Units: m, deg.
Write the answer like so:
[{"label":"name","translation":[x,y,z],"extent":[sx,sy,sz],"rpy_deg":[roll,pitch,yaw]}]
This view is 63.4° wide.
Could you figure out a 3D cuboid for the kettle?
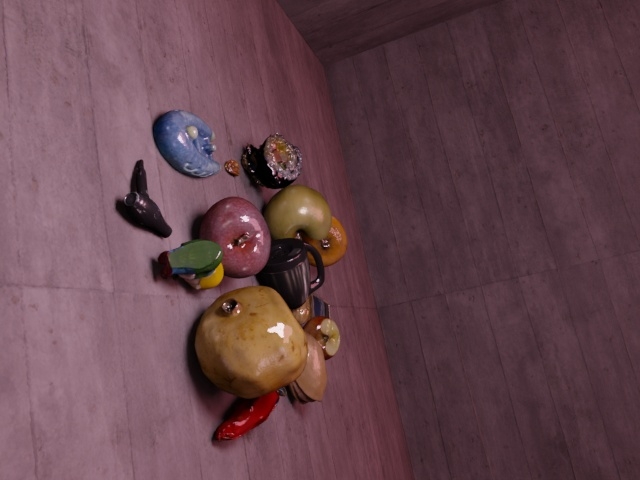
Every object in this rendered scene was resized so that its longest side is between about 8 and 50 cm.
[{"label":"kettle","translation":[-0.123,0.143,2.057],"extent":[0.250,0.207,0.271],"rpy_deg":[-55,138,-53]}]

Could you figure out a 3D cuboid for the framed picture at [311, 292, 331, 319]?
[{"label":"framed picture","translation":[0.001,0.371,2.560],"extent":[0.260,0.023,0.189],"rpy_deg":[44,38,-61]}]

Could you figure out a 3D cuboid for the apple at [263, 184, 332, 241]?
[{"label":"apple","translation":[-0.097,-0.096,2.197],"extent":[0.292,0.292,0.254],"rpy_deg":[56,15,-46]}]

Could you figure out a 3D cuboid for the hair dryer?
[{"label":"hair dryer","translation":[-0.474,-0.129,1.419],"extent":[0.195,0.075,0.219],"rpy_deg":[64,10,-63]}]

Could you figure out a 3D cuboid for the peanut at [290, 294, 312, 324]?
[{"label":"peanut","translation":[-0.089,0.279,2.209],"extent":[0.120,0.110,0.236],"rpy_deg":[58,12,-16]}]

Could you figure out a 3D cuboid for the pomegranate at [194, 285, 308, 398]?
[{"label":"pomegranate","translation":[-0.196,0.285,1.506],"extent":[0.332,0.333,0.332],"rpy_deg":[-15,90,-73]}]

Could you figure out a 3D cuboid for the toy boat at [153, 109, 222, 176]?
[{"label":"toy boat","translation":[-0.402,-0.321,1.689],"extent":[0.330,0.123,0.215],"rpy_deg":[17,61,-72]}]

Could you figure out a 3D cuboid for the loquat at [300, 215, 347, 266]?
[{"label":"loquat","translation":[0.000,0.000,2.455],"extent":[0.263,0.263,0.263],"rpy_deg":[-15,90,-73]}]

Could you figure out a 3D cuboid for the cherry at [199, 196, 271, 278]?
[{"label":"cherry","translation":[-0.272,-0.012,1.671],"extent":[0.307,0.221,0.261],"rpy_deg":[-111,-174,-80]}]

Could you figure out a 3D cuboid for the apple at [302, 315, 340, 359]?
[{"label":"apple","translation":[-0.007,0.424,2.237],"extent":[0.173,0.160,0.195],"rpy_deg":[-34,106,-76]}]

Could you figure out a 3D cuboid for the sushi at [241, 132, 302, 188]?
[{"label":"sushi","translation":[-0.213,-0.315,2.164],"extent":[0.225,0.219,0.238],"rpy_deg":[-55,127,-40]}]

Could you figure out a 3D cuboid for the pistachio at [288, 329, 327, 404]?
[{"label":"pistachio","translation":[-0.065,0.483,2.009],"extent":[0.181,0.162,0.293],"rpy_deg":[-2,80,-55]}]

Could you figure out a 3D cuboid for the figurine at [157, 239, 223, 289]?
[{"label":"figurine","translation":[-0.367,0.084,1.482],"extent":[0.127,0.185,0.234],"rpy_deg":[67,-23,9]}]

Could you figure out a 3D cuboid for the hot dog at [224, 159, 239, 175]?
[{"label":"hot dog","translation":[-0.337,-0.280,2.007],"extent":[0.083,0.035,0.058],"rpy_deg":[27,54,-68]}]

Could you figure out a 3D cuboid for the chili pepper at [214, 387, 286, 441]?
[{"label":"chili pepper","translation":[-0.210,0.522,1.608],"extent":[0.387,0.110,0.110],"rpy_deg":[-25,100,-70]}]
